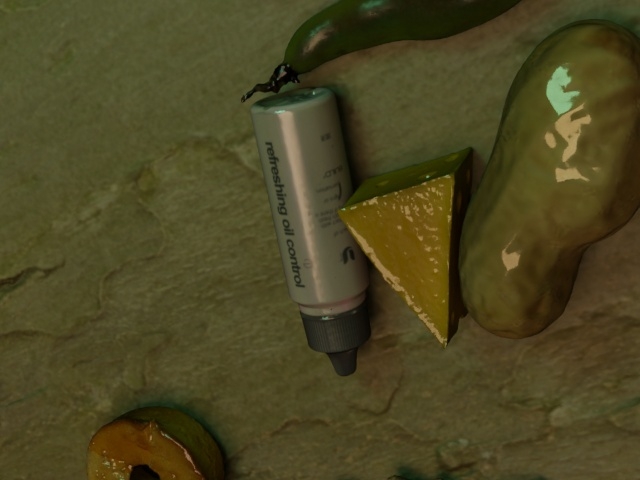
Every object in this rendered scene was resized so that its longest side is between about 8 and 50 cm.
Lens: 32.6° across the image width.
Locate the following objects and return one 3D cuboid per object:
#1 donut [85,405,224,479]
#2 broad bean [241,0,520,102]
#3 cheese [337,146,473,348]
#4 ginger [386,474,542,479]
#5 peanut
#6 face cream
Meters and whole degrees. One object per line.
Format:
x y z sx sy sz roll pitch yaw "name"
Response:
-0.200 0.285 1.368 0.190 0.074 0.174 -33 96 36 "donut"
0.065 -0.213 1.046 0.325 0.067 0.075 -18 73 31 "broad bean"
0.114 0.013 1.098 0.126 0.093 0.171 -15 105 26 "cheese"
0.130 0.301 1.233 0.288 0.075 0.089 -10 102 31 "ginger"
0.217 -0.044 1.002 0.147 0.147 0.319 24 116 13 "peanut"
0.000 0.000 1.146 0.092 0.092 0.311 -2 111 25 "face cream"
